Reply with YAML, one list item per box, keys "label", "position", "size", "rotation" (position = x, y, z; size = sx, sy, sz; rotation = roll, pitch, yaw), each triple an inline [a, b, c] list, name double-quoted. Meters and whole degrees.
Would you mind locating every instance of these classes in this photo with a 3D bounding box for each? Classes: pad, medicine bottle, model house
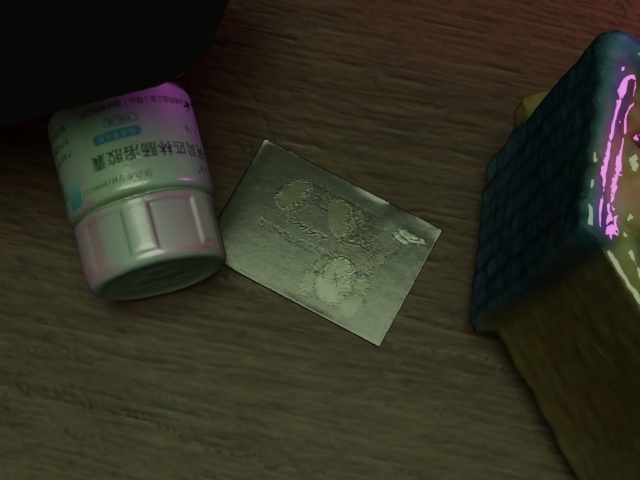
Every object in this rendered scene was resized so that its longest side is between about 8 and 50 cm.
- label: "pad"
  position: [-0.218, -0.177, 1.207]
  size: [0.376, 0.063, 0.315]
  rotation: [-10, 42, 24]
- label: "medicine bottle"
  position: [-0.161, -0.043, 1.203]
  size: [0.135, 0.135, 0.168]
  rotation: [-14, 76, -4]
- label: "pad"
  position: [0.000, 0.000, 1.258]
  size: [0.190, 0.004, 0.127]
  rotation: [27, 76, 7]
- label: "model house"
  position: [0.337, -0.029, 1.110]
  size: [0.382, 0.334, 0.342]
  rotation: [-24, 78, -17]
